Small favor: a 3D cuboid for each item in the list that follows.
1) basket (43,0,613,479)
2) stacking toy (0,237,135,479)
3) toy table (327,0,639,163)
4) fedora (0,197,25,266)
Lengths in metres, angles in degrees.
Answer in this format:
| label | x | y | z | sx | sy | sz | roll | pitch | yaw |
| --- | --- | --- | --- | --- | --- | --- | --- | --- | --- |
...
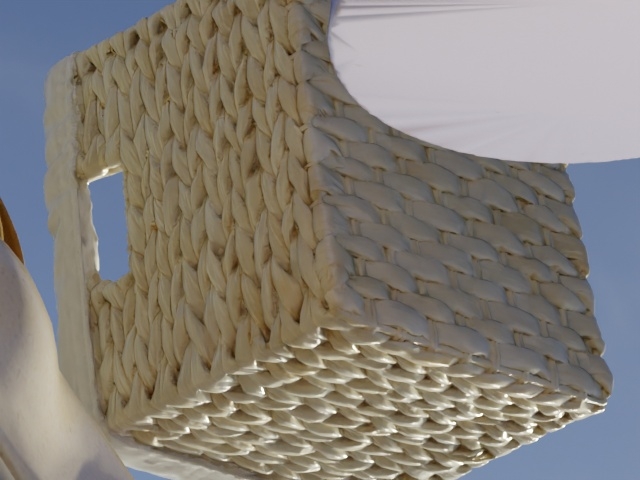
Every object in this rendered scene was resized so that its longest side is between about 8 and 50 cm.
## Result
| label | x | y | z | sx | sy | sz | roll | pitch | yaw |
| --- | --- | --- | --- | --- | --- | --- | --- | --- | --- |
| basket | 0.000 | 0.000 | 1.452 | 0.331 | 0.328 | 0.266 | 20 | -38 | -41 |
| stacking toy | -0.239 | 0.194 | 0.466 | 0.350 | 0.480 | 0.350 | 56 | -5 | 7 |
| toy table | 0.096 | -0.141 | 0.711 | 0.252 | 0.161 | 0.274 | 11 | -14 | -16 |
| fedora | -0.207 | -0.005 | 0.897 | 0.194 | 0.194 | 0.079 | 40 | -38 | -18 |
